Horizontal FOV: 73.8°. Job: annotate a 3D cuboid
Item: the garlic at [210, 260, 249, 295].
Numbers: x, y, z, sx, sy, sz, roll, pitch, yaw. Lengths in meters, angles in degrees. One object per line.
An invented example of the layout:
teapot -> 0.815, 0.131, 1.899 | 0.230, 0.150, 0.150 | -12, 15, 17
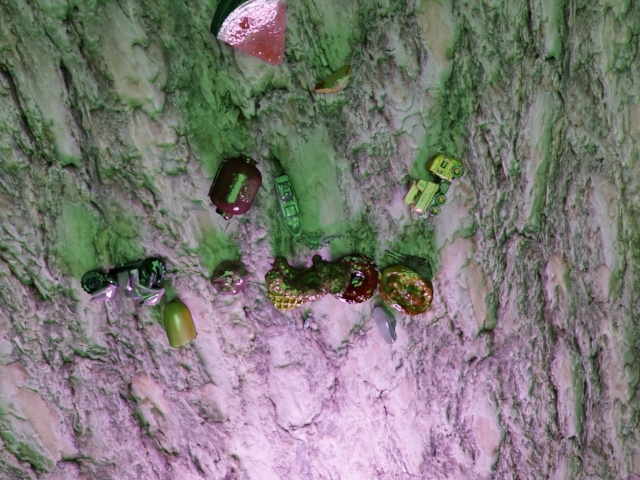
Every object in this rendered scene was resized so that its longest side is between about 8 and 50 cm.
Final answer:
garlic -> -0.369, 0.156, 1.732 | 0.159, 0.102, 0.147 | -22, 108, -5

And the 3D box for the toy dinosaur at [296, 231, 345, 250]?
toy dinosaur -> 0.000, -0.001, 1.798 | 0.208, 0.039, 0.082 | -8, 109, 2

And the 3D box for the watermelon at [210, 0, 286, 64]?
watermelon -> -0.223, -0.753, 1.465 | 0.283, 0.250, 0.292 | -42, 105, 6

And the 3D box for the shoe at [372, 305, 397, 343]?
shoe -> 0.306, 0.376, 1.949 | 0.078, 0.079, 0.195 | -28, 102, -41

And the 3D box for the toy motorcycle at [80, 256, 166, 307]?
toy motorcycle -> -0.745, 0.179, 1.643 | 0.326, 0.143, 0.188 | -12, 106, -1

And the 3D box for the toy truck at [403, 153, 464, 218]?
toy truck -> 0.469, -0.235, 1.798 | 0.157, 0.124, 0.272 | 27, 100, -6

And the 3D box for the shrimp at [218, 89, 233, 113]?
shrimp -> -0.354, -0.519, 1.609 | 0.038, 0.029, 0.092 | 23, 104, -24

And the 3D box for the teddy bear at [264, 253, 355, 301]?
teddy bear -> -0.043, 0.135, 1.693 | 0.296, 0.246, 0.223 | 33, 120, -6

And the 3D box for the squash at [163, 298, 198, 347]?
squash -> -0.575, 0.326, 1.725 | 0.123, 0.123, 0.187 | -11, 106, -9

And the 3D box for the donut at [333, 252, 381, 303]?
donut -> 0.143, 0.158, 1.842 | 0.234, 0.089, 0.235 | -2, 104, -9

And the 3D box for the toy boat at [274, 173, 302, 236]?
toy boat -> -0.125, -0.136, 1.717 | 0.078, 0.085, 0.261 | -17, 106, -8

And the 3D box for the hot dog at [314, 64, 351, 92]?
hot dog -> 0.053, -0.608, 1.647 | 0.168, 0.078, 0.061 | -31, 148, -2

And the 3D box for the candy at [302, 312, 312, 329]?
candy -> -0.059, 0.357, 1.886 | 0.030, 0.020, 0.083 | 21, 100, -15

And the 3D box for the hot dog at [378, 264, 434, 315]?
hot dog -> 0.379, 0.217, 1.889 | 0.272, 0.122, 0.196 | 33, 89, -18

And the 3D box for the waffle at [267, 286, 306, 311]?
waffle -> -0.127, 0.223, 1.825 | 0.194, 0.051, 0.149 | -25, 109, -4

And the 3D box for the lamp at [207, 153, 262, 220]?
lamp -> -0.328, -0.203, 1.613 | 0.180, 0.180, 0.258 | 25, 96, -16

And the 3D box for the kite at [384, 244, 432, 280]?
kite -> 0.387, 0.089, 1.869 | 0.245, 0.141, 0.015 | 23, 126, -8
